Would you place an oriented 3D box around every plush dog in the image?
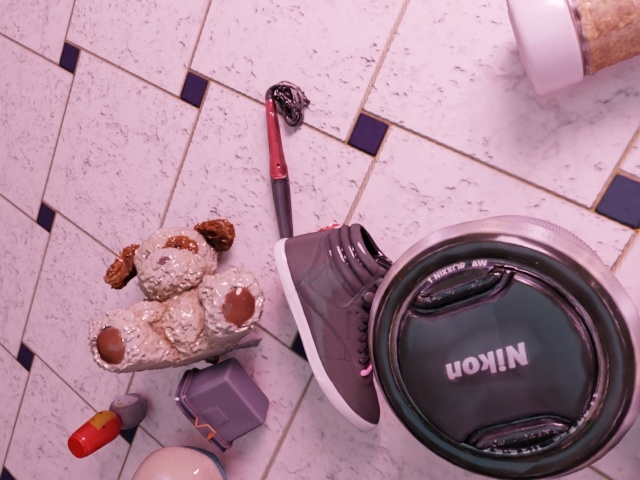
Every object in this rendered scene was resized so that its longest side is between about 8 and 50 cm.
[{"bbox_3d":[-0.220,0.080,0.768,0.262,0.211,0.226,-18,70,-1],"label":"plush dog"}]

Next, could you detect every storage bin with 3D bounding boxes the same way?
[{"bbox_3d":[-0.150,0.258,0.755,0.091,0.098,0.135,-29,109,16],"label":"storage bin"}]

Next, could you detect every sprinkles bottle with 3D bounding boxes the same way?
[{"bbox_3d":[0.373,-0.264,0.453,0.355,0.121,0.122,-18,86,26],"label":"sprinkles bottle"}]

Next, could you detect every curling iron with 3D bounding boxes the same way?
[{"bbox_3d":[-0.053,-0.107,0.724,0.068,0.035,0.274,3,95,27],"label":"curling iron"}]

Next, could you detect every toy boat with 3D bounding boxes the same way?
[{"bbox_3d":[-0.284,0.409,0.835,0.318,0.148,0.268,41,115,10],"label":"toy boat"}]

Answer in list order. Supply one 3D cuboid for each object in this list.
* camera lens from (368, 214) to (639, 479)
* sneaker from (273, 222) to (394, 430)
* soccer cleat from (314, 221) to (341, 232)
[{"bbox_3d":[0.187,0.085,0.486,0.219,0.274,0.220,2,95,26],"label":"camera lens"},{"bbox_3d":[0.055,0.111,0.651,0.146,0.104,0.296,-23,89,18],"label":"sneaker"},{"bbox_3d":[0.000,0.000,0.712,0.083,0.029,0.036,-26,91,29],"label":"soccer cleat"}]
